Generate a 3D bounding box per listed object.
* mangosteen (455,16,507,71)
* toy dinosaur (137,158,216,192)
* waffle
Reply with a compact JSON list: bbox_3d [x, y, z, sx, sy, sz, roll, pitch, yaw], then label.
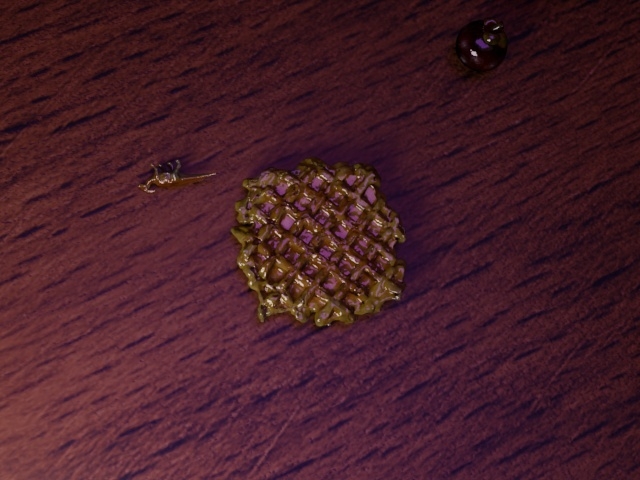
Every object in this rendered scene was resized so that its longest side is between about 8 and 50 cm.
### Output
[{"bbox_3d":[0.244,-0.296,1.570,0.081,0.081,0.081,2,76,-7],"label":"mangosteen"},{"bbox_3d":[-0.207,-0.097,1.484,0.113,0.026,0.041,-13,85,-2],"label":"toy dinosaur"},{"bbox_3d":[0.000,0.000,1.477,0.245,0.052,0.254,-10,77,-9],"label":"waffle"}]
